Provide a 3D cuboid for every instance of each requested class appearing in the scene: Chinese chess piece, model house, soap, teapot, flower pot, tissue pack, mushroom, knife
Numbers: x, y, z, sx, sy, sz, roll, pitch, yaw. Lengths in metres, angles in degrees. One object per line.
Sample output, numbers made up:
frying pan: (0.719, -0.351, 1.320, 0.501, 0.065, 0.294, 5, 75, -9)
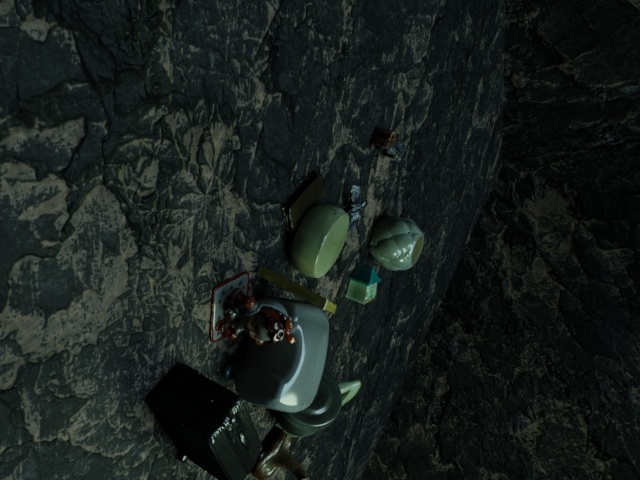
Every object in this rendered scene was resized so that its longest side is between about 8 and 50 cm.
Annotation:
Chinese chess piece: (0.000, 0.000, 1.747, 0.250, 0.101, 0.250, -53, 159, -32)
model house: (0.186, 0.180, 2.266, 0.127, 0.100, 0.149, -13, 117, -60)
soap: (-0.069, 0.148, 1.589, 0.037, 0.251, 0.092, -63, 154, -5)
teapot: (-0.043, 0.590, 1.981, 0.321, 0.239, 0.239, -38, 162, -43)
flower pot: (0.336, 0.012, 2.329, 0.246, 0.195, 0.246, -41, 141, -46)
tissue pack: (-0.102, 0.352, 1.648, 0.236, 0.229, 0.334, 27, 71, -52)
mushroom: (-0.117, 0.827, 1.991, 0.227, 0.217, 0.148, -52, 147, -33)
knife: (-0.231, 0.391, 1.694, 0.222, 0.031, 0.064, -11, 103, -57)

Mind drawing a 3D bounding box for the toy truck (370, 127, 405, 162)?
toy truck: (0.265, -0.369, 2.064, 0.192, 0.083, 0.092, 18, 92, -65)

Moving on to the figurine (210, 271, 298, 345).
figurine: (-0.167, 0.222, 1.482, 0.160, 0.226, 0.184, -29, 132, -55)

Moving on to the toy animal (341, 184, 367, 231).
toy animal: (0.125, -0.124, 1.984, 0.108, 0.062, 0.220, -42, 148, -45)

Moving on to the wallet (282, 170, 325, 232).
wallet: (-0.050, -0.125, 1.688, 0.198, 0.031, 0.110, -52, 148, -33)

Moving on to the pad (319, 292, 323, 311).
pad: (0.004, 0.346, 2.019, 0.160, 0.009, 0.265, -71, 157, -62)

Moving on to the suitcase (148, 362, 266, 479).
suitcase: (-0.298, 0.507, 1.420, 0.152, 0.229, 0.335, -51, 148, -35)
